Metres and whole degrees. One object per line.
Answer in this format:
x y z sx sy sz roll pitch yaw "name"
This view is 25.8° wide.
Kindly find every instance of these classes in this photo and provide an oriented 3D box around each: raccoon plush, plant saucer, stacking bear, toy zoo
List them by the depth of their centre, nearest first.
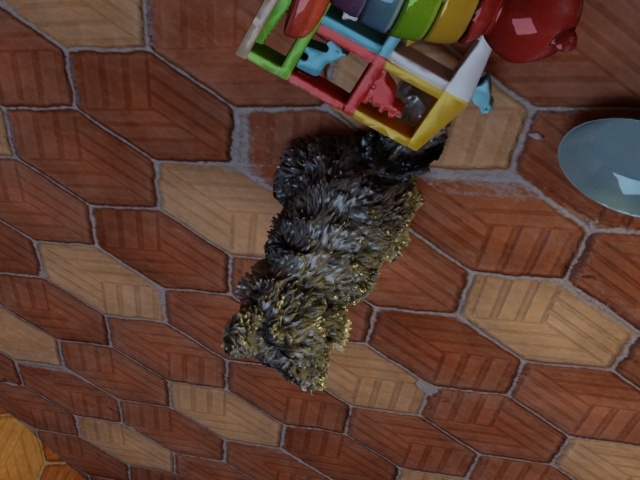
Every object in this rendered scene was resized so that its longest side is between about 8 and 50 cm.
0.129 -0.267 1.432 0.289 0.175 0.164 17 135 -7 "stacking bear"
0.071 -0.220 1.610 0.293 0.030 0.192 28 130 -8 "toy zoo"
0.381 -0.096 1.655 0.195 0.037 0.195 18 152 10 "plant saucer"
0.000 0.000 1.829 0.216 0.299 0.446 21 152 5 "raccoon plush"
